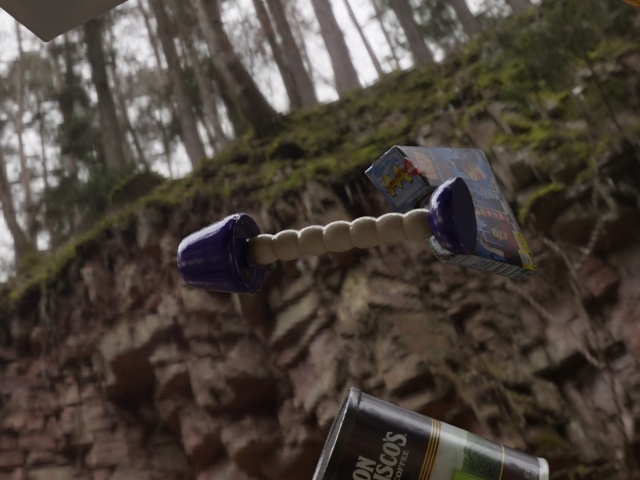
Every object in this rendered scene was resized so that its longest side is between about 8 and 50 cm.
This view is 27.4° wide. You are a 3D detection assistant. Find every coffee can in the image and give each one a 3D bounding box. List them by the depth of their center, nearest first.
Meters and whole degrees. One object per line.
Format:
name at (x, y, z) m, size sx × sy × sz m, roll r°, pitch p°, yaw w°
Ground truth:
coffee can at (0.133, 0.331, 1.710) m, size 0.275 × 0.201 × 0.201 m, roll 20°, pitch -54°, yaw 0°

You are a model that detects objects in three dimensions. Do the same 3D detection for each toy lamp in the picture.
toy lamp at (0.000, 0.000, 1.190) m, size 0.274 × 0.080 × 0.080 m, roll -11°, pitch -43°, yaw 22°

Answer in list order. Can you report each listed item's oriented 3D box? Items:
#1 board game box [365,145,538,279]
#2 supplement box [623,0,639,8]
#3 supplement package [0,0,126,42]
board game box at (0.154, -0.041, 1.606) m, size 0.194 × 0.194 × 0.060 m, roll 13°, pitch -43°, yaw -41°
supplement box at (0.304, -0.429, 1.191) m, size 0.194 × 0.356 × 0.195 m, roll 25°, pitch -14°, yaw -2°
supplement package at (-0.240, -0.344, 1.292) m, size 0.194 × 0.203 × 0.149 m, roll -19°, pitch -39°, yaw 29°
